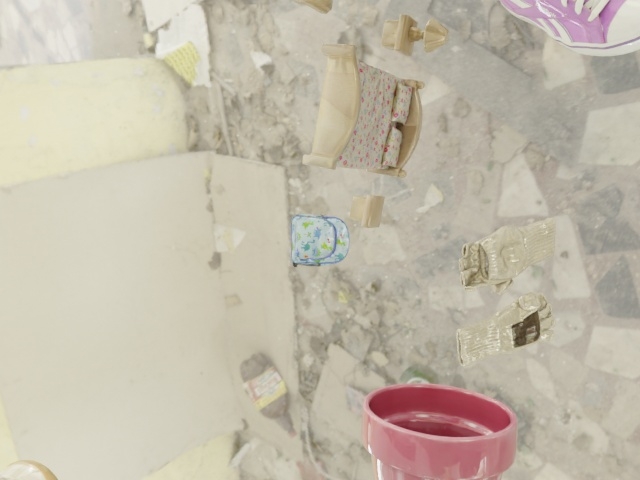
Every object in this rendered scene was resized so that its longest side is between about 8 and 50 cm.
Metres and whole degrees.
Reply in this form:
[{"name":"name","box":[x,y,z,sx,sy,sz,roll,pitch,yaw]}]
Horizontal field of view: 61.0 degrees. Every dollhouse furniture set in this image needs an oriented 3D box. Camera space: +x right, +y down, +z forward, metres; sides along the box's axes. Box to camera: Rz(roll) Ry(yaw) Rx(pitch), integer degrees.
[{"name":"dollhouse furniture set","box":[0.089,-0.168,0.610,0.174,0.303,0.355,15,102,27]}]

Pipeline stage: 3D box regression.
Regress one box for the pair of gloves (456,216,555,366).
[{"name":"pair of gloves","box":[0.321,0.088,0.914,0.042,0.204,0.239,-150,54,-60]}]

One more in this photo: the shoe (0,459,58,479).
[{"name":"shoe","box":[-0.333,0.321,0.633,0.219,0.058,0.076,10,97,37]}]

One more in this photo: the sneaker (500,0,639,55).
[{"name":"sneaker","box":[0.326,-0.353,0.745,0.102,0.161,0.282,-54,46,9]}]

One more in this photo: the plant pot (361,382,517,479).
[{"name":"plant pot","box":[0.151,0.306,0.717,0.201,0.201,0.180,5,93,42]}]

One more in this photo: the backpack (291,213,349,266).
[{"name":"backpack","box":[0.000,0.000,1.060,0.115,0.084,0.104,1,86,1]}]
